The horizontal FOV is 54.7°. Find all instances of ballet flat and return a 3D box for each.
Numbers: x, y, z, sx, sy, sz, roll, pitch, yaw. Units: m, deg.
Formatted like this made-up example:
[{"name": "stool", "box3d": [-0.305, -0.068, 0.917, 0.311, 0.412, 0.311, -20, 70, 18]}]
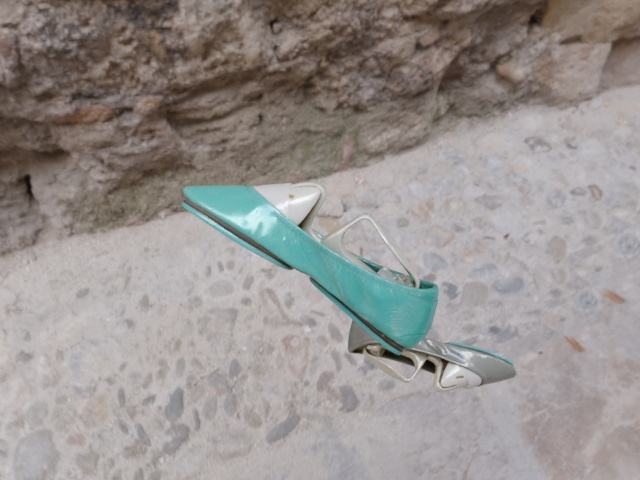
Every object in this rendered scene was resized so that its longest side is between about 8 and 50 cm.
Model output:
[{"name": "ballet flat", "box3d": [0.134, 0.152, 0.763, 0.213, 0.072, 0.068, 20, 61, 2]}, {"name": "ballet flat", "box3d": [0.000, 0.000, 0.544, 0.247, 0.083, 0.087, 34, 95, -4]}]
